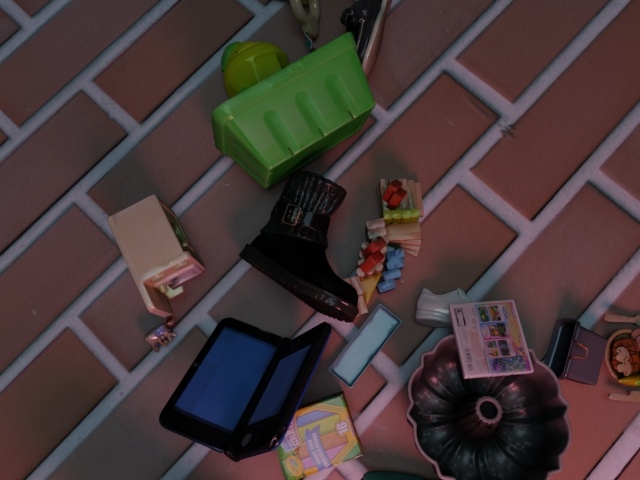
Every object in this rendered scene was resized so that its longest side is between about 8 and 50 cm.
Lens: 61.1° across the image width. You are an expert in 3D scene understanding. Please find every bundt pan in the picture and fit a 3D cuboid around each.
[{"bbox_3d":[0.328,0.358,1.117,0.330,0.124,0.331,1,62,-2],"label":"bundt pan"}]

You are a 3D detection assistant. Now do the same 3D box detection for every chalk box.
[{"bbox_3d":[-0.031,0.416,1.140,0.212,0.132,0.132,-20,77,-1],"label":"chalk box"}]

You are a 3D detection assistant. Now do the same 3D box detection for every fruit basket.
[{"bbox_3d":[-0.106,-0.354,1.265,0.391,0.283,0.393,1,80,-9],"label":"fruit basket"}]

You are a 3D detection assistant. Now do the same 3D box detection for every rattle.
[{"bbox_3d":[-0.071,-0.570,1.408,0.142,0.130,0.200,-5,103,12],"label":"rattle"}]

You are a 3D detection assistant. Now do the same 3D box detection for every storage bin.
[{"bbox_3d":[0.560,0.247,1.176,0.091,0.098,0.135,21,78,-3],"label":"storage bin"}]

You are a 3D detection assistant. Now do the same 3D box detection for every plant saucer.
[{"bbox_3d":[0.102,0.239,1.233,0.067,0.018,0.192,38,80,10],"label":"plant saucer"}]

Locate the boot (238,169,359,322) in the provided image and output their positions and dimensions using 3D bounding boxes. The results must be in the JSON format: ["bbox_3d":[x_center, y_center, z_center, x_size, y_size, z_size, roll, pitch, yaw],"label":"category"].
[{"bbox_3d":[-0.002,-0.002,1.191,0.347,0.131,0.260,30,79,34],"label":"boot"}]

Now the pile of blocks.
[{"bbox_3d":[0.154,0.012,1.236,0.148,0.113,0.362,19,79,7],"label":"pile of blocks"}]

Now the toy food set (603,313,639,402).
[{"bbox_3d":[0.682,0.253,1.179,0.132,0.038,0.192,5,76,-10],"label":"toy food set"}]

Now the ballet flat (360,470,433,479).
[{"bbox_3d":[0.235,0.546,1.114,0.315,0.107,0.106,3,90,4],"label":"ballet flat"}]

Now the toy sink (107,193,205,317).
[{"bbox_3d":[-0.355,0.038,1.234,0.131,0.153,0.234,-28,76,-4],"label":"toy sink"}]

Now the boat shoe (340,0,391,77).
[{"bbox_3d":[0.109,-0.563,1.367,0.113,0.127,0.340,13,76,7],"label":"boat shoe"}]

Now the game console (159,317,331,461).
[{"bbox_3d":[-0.148,0.270,1.104,0.173,0.250,0.293,39,47,-12],"label":"game console"}]

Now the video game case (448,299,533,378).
[{"bbox_3d":[0.350,0.202,1.122,0.143,0.019,0.157,-3,61,-5],"label":"video game case"}]

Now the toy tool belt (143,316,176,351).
[{"bbox_3d":[-0.361,0.218,1.249,0.083,0.052,0.051,-34,109,-2],"label":"toy tool belt"}]

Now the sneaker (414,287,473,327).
[{"bbox_3d":[0.323,0.155,1.218,0.212,0.080,0.094,11,66,6],"label":"sneaker"}]
